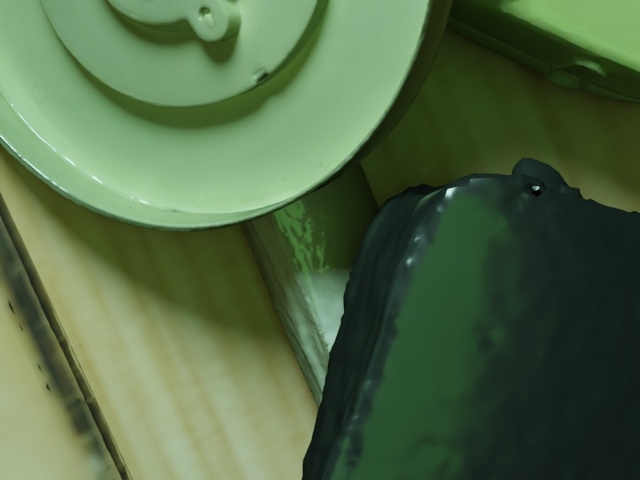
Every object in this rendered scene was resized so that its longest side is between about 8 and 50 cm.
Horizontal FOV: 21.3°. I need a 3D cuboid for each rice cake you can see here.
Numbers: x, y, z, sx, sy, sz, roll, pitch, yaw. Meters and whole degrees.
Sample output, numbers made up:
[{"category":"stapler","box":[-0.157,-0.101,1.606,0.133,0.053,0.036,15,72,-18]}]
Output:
[{"category":"rice cake","box":[0.000,0.000,0.718,0.057,0.052,0.256,-23,93,-9]}]

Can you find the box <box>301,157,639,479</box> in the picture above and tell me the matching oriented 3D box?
[{"category":"box","box":[0.142,0.167,0.689,0.359,0.091,0.350,16,90,-18]}]

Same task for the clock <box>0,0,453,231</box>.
[{"category":"clock","box":[-0.059,-0.120,0.658,0.235,0.029,0.235,7,108,24]}]

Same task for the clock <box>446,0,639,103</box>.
[{"category":"clock","box":[0.117,-0.229,0.707,0.235,0.096,0.308,24,87,-5]}]
